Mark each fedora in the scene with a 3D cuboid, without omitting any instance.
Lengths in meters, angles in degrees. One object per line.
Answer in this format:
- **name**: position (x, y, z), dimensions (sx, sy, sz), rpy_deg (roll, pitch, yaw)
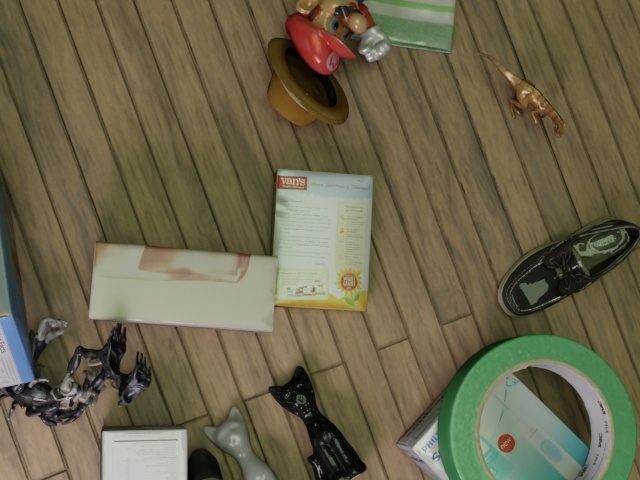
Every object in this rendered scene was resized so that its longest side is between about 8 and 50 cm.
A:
- **fedora**: position (-0.038, -0.259, 1.979), dimensions (0.194, 0.194, 0.079), rpy_deg (48, 118, -2)

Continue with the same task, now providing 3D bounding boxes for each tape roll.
- **tape roll**: position (0.354, 0.315, 1.880), dimensions (0.321, 0.077, 0.321), rpy_deg (1, 83, -11)

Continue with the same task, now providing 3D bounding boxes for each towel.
- **towel**: position (0.132, -0.514, 2.073), dimensions (0.248, 0.038, 0.324), rpy_deg (6, 83, -10)

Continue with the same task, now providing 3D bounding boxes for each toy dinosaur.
- **toy dinosaur**: position (0.361, -0.271, 2.048), dimensions (0.211, 0.112, 0.064), rpy_deg (41, 80, -3)

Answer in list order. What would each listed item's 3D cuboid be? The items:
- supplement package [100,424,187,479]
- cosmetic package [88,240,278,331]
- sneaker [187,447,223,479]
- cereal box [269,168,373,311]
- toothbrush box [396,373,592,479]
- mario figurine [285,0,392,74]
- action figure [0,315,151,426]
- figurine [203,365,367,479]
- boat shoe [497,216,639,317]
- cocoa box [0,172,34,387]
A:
- **supplement package**: position (-0.287, 0.424, 1.855), dimensions (0.139, 0.134, 0.244), rpy_deg (1, 84, -11)
- **cosmetic package**: position (-0.227, 0.079, 1.894), dimensions (0.296, 0.153, 0.129), rpy_deg (6, 84, -10)
- **sneaker**: position (-0.180, 0.460, 1.906), dimensions (0.083, 0.118, 0.222), rpy_deg (-3, 114, -10)
- **cereal box**: position (0.000, 0.000, 1.992), dimensions (0.173, 0.047, 0.240), rpy_deg (5, 83, -9)
- **toothbrush box**: position (0.314, 0.373, 1.969), dimensions (0.295, 0.126, 0.216), rpy_deg (45, 78, -1)
- **mario figurine**: position (0.066, -0.427, 1.953), dimensions (0.198, 0.170, 0.320), rpy_deg (24, 80, -10)
- **action figure**: position (-0.404, 0.215, 1.847), dimensions (0.164, 0.276, 0.141), rpy_deg (53, 34, -36)
- **figurine**: position (-0.066, 0.349, 1.934), dimensions (0.215, 0.092, 0.209), rpy_deg (-30, 82, -10)
- **boat shoe**: position (0.445, 0.042, 2.040), dimensions (0.285, 0.092, 0.102), rpy_deg (-28, 89, -11)
- **cocoa box**: position (-0.578, 0.040, 1.739), dimensions (0.228, 0.231, 0.347), rpy_deg (-11, 60, -11)
